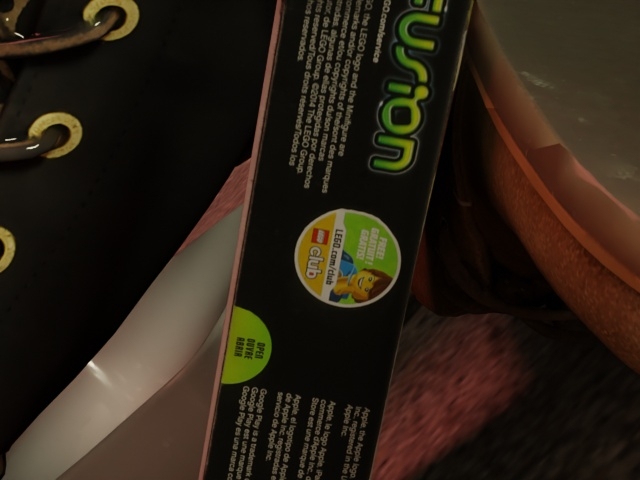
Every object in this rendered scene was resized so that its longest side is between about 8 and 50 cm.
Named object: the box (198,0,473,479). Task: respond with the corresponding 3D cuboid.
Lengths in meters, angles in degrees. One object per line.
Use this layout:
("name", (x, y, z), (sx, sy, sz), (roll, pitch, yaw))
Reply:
("box", (0.000, 0.000, 0.426), (0.114, 0.036, 0.207), (-83, 4, -64))

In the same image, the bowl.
("bowl", (-0.050, 0.056, 0.650), (0.142, 0.053, 0.142), (-37, 15, 31))

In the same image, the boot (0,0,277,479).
("boot", (-0.097, -0.050, 0.537), (0.284, 0.138, 0.377), (-51, -9, -9))

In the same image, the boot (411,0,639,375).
("boot", (0.070, -0.014, 0.449), (0.305, 0.112, 0.115), (-93, 20, -70))
